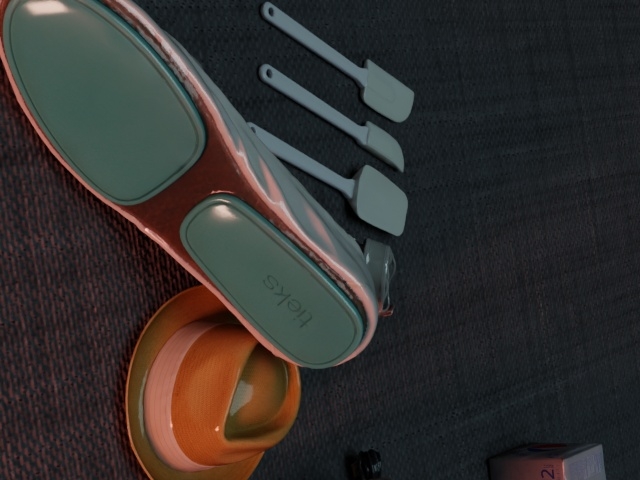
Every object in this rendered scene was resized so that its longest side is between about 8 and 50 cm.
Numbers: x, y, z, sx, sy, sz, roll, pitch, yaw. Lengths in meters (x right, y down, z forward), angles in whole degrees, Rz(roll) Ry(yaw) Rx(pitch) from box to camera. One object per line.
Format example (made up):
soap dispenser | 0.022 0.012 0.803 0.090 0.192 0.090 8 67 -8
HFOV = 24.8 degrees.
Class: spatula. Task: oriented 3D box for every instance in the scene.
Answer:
spatula | 0.015 -0.115 1.398 0.242 0.019 0.168 28 65 -46

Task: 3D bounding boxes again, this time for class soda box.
soda box | 0.260 0.366 1.574 0.091 0.098 0.286 -9 92 -50

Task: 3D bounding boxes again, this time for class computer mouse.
computer mouse | 0.062 0.247 1.300 0.042 0.193 0.106 -5 89 -7

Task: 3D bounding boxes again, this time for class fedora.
fedora | -0.074 0.127 1.205 0.194 0.079 0.194 9 79 -50

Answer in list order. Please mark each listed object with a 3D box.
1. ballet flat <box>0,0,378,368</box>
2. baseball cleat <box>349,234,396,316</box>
ballet flat | -0.099 -0.063 1.155 0.400 0.139 0.139 48 49 -18
baseball cleat | 0.000 0.000 1.290 0.206 0.109 0.072 49 40 -40
